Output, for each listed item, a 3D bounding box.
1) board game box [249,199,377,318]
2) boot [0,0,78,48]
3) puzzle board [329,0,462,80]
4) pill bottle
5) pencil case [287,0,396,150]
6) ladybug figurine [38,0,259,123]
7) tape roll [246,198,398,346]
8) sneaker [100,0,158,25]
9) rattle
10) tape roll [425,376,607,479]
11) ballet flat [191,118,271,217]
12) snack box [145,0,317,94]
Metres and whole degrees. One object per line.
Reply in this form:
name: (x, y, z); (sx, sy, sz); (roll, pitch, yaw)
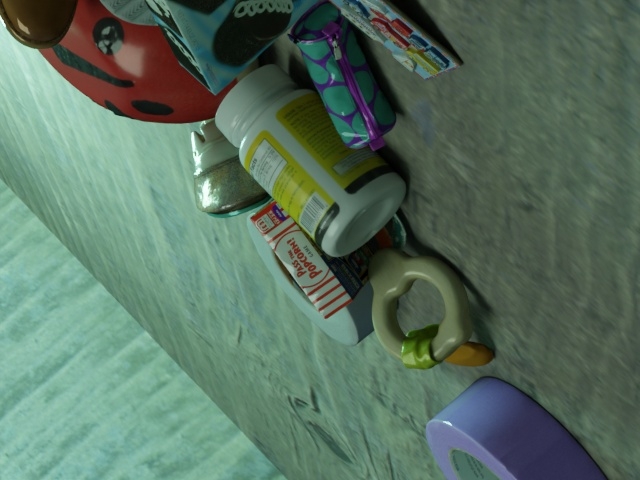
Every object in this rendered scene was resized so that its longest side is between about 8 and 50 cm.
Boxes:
board game box: (0.000, 0.000, 2.159); (0.147, 0.045, 0.193); (54, -162, -2)
boot: (-0.266, -0.359, 1.952); (0.109, 0.283, 0.220); (16, 167, -23)
puzzle board: (0.066, -0.196, 1.717); (0.128, 0.011, 0.096); (39, 166, -11)
pill bottle: (-0.014, -0.092, 2.036); (0.208, 0.119, 0.119); (47, 164, 17)
pencil case: (0.024, -0.166, 1.863); (0.151, 0.064, 0.070); (61, 176, -35)
ladybug figurine: (-0.234, -0.263, 2.185); (0.449, 0.162, 0.305); (26, 150, 57)
tape roll: (0.001, 0.031, 2.365); (0.219, 0.072, 0.219); (45, 163, 18)
sneaker: (-0.152, -0.301, 1.765); (0.321, 0.124, 0.180); (28, -146, -63)
rattle: (0.125, 0.049, 2.135); (0.130, 0.143, 0.199); (-52, 58, 42)
tape roll: (0.253, 0.299, 2.238); (0.275, 0.090, 0.275); (46, 165, 17)
ballet flat: (-0.116, -0.100, 2.234); (0.316, 0.107, 0.106); (-122, 8, -80)
snack box: (-0.084, -0.282, 1.599); (0.060, 0.187, 0.322); (42, 170, 27)
